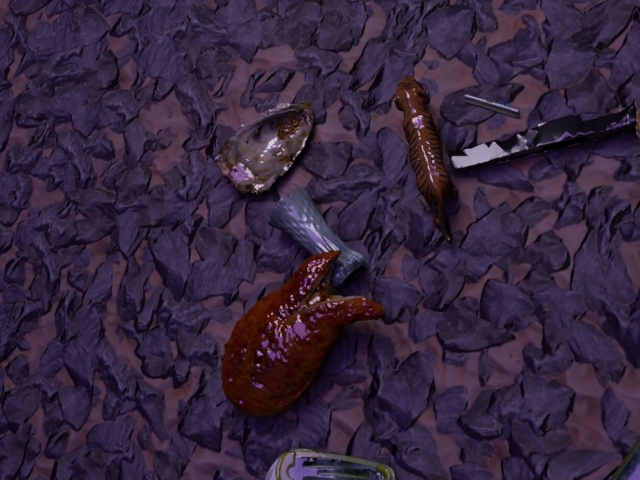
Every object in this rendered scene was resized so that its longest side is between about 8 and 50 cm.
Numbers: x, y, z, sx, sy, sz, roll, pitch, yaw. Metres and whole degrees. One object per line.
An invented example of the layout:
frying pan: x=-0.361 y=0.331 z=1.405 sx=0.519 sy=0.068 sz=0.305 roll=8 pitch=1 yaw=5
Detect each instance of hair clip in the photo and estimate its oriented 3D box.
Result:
hair clip: x=0.014 y=0.318 z=0.976 sx=0.188 sy=0.033 sz=0.060 roll=-3 pitch=74 yaw=21

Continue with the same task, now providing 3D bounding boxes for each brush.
brush: x=0.247 y=-0.196 z=1.028 sx=0.084 sy=0.016 sz=0.013 roll=21 pitch=72 yaw=22

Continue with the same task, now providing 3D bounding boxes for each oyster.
oyster: x=-0.081 y=-0.151 z=1.112 sx=0.105 sy=0.056 sz=0.177 roll=37 pitch=91 yaw=11

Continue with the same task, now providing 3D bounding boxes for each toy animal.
toy animal: x=0.148 y=-0.112 z=0.998 sx=0.057 sy=0.099 sz=0.241 roll=-16 pitch=71 yaw=16

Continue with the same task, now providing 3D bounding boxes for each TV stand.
TV stand: x=0.302 y=-0.139 z=0.982 sx=0.249 sy=0.042 sz=0.036 roll=-13 pitch=76 yaw=16

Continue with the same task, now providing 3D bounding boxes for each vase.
vase: x=0.000 y=0.000 z=1.038 sx=0.081 sy=0.081 sz=0.148 roll=-45 pitch=71 yaw=4

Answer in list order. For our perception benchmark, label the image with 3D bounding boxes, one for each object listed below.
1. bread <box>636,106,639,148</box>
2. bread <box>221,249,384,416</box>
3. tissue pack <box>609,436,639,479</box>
bread: x=0.500 y=-0.110 z=0.828 sx=0.204 sy=0.156 sz=0.288 roll=4 pitch=74 yaw=2
bread: x=-0.044 y=0.134 z=0.988 sx=0.139 sy=0.095 sz=0.269 roll=47 pitch=112 yaw=13
tissue pack: x=0.459 y=0.263 z=0.808 sx=0.185 sy=0.081 sz=0.257 roll=34 pitch=91 yaw=23
